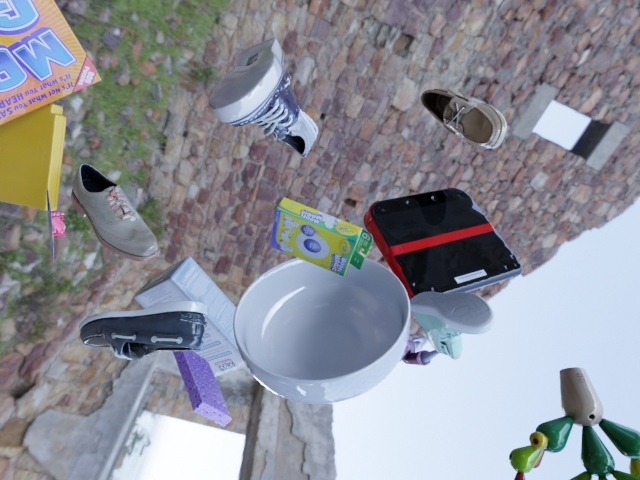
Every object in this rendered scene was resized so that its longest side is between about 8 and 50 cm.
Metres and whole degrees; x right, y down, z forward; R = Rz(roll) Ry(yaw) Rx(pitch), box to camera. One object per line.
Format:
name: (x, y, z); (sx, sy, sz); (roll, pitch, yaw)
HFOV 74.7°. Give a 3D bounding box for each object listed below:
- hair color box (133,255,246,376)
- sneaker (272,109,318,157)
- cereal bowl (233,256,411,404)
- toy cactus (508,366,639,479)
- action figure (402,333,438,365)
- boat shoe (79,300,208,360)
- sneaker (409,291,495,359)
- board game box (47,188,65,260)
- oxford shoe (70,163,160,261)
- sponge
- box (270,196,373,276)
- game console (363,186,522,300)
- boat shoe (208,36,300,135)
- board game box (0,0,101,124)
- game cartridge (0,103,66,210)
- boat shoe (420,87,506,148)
hair color box: (-0.366, 0.246, 1.302); (0.185, 0.375, 0.114); (-24, -157, 30)
sneaker: (-0.109, -0.352, 1.218); (0.105, 0.281, 0.116); (-15, -125, 41)
cereal bowl: (0.006, 0.177, 0.822); (0.339, 0.338, 0.141); (-88, 173, -56)
toy cactus: (0.348, 0.255, 0.541); (0.112, 0.218, 0.181); (69, 20, -54)
action figure: (0.209, 0.320, 1.235); (0.276, 0.370, 0.248); (-52, -129, 11)
boat shoe: (-0.356, 0.186, 0.816); (0.302, 0.114, 0.091); (-15, -117, 24)
sneaker: (0.311, 0.199, 0.932); (0.094, 0.151, 0.256); (-32, -170, -16)
board game box: (-0.611, -0.037, 0.977); (0.169, 0.033, 0.133); (57, -44, 34)
oxford shoe: (-0.586, -0.078, 1.185); (0.123, 0.348, 0.130); (-40, 164, -47)
sponge: (-0.298, 0.357, 1.051); (0.031, 0.117, 0.210); (-42, -138, -5)
box: (0.000, 0.000, 0.772); (0.105, 0.179, 0.043); (105, 7, -47)
game console: (0.345, 0.001, 1.209); (0.060, 0.386, 0.342); (111, -39, -53)
boat shoe: (-0.101, -0.261, 0.800); (0.341, 0.127, 0.158); (-84, 153, -50)
board game box: (-0.822, -0.538, 0.973); (0.356, 0.356, 0.357); (-33, 156, -15)
game cartridge: (-0.857, -0.248, 1.150); (0.052, 0.323, 0.286); (-27, 128, -79)
boat shoe: (0.426, -0.378, 1.290); (0.341, 0.110, 0.122); (-121, -142, -50)
